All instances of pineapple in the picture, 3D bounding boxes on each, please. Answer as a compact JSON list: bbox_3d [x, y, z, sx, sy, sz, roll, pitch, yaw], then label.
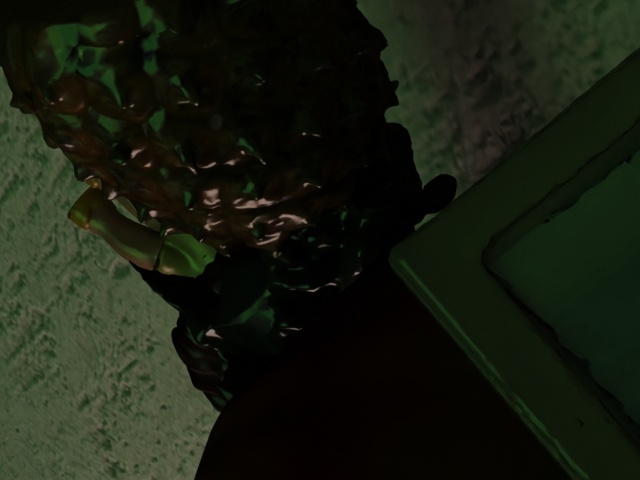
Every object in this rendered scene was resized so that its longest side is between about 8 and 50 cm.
[{"bbox_3d":[-0.001,0.002,0.672,0.165,0.165,0.364,8,140,49],"label":"pineapple"}]

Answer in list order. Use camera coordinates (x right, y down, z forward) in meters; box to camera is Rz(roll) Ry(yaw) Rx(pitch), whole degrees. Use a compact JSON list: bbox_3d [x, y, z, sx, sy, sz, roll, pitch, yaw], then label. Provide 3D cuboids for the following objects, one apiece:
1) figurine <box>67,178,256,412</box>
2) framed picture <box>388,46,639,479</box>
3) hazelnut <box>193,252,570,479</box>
[{"bbox_3d":[-0.046,0.028,0.864,0.240,0.116,0.174,44,143,22],"label":"figurine"},{"bbox_3d":[0.220,-0.010,0.337,0.247,0.335,0.022,51,179,13],"label":"framed picture"},{"bbox_3d":[0.150,0.167,0.504,0.421,0.353,0.421,-14,69,42],"label":"hazelnut"}]
